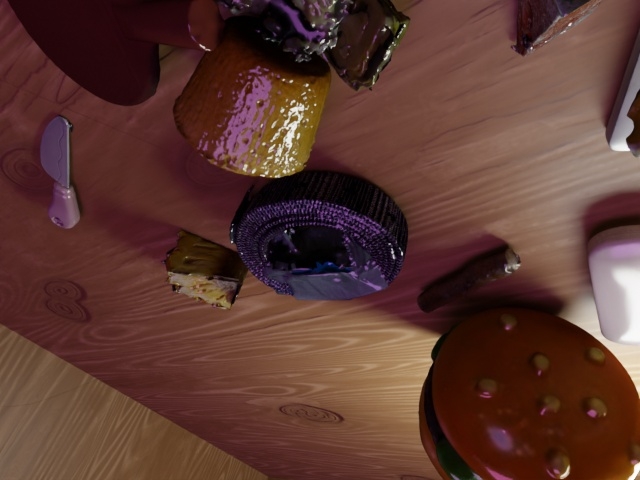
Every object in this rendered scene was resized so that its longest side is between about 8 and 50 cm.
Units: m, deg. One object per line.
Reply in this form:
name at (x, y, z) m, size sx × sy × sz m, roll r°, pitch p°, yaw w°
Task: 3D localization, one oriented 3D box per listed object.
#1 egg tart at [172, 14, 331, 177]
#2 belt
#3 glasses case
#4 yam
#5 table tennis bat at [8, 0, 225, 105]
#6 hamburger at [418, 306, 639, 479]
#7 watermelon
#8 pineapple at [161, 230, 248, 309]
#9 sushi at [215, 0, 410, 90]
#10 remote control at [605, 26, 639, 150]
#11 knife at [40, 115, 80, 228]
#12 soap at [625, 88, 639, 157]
egg tart at (-0.083, -0.197, 0.601) m, size 0.203 × 0.202 × 0.147 m, roll 25°, pitch 128°, yaw -7°
belt at (0.000, 0.000, 0.846) m, size 0.325 × 0.122 × 0.260 m, roll -2°, pitch 130°, yaw 20°
glasses case at (0.525, 0.086, 0.763) m, size 0.113 × 0.075 × 0.297 m, roll -8°, pitch 133°, yaw 31°
yam at (0.279, 0.084, 0.879) m, size 0.057 × 0.056 × 0.241 m, roll 32°, pitch 139°, yaw -15°
table tennis bat at (-0.289, -0.291, 0.586) m, size 0.415 × 0.051 × 0.268 m, roll 19°, pitch 143°, yaw 30°
hamburger at (0.375, 0.321, 0.871) m, size 0.396 × 0.395 × 0.277 m, roll 11°, pitch 142°, yaw 10°
watermelon at (0.258, -0.246, 0.459) m, size 0.098 × 0.121 × 0.158 m, roll -16°, pitch 138°, yaw 7°
pineapple at (-0.252, 0.079, 1.066) m, size 0.186 × 0.114 × 0.236 m, roll -10°, pitch 143°, yaw 31°
sushi at (-0.031, -0.294, 0.502) m, size 0.291 × 0.131 × 0.139 m, roll 36°, pitch 139°, yaw -5°
remote control at (0.402, -0.206, 0.499) m, size 0.103 × 0.034 × 0.250 m, roll 3°, pitch 138°, yaw 18°
knife at (-0.563, -0.147, 0.978) m, size 0.081 × 0.043 × 0.336 m, roll 29°, pitch 135°, yaw -2°
soap at (0.388, -0.237, 0.313) m, size 0.304 × 0.169 × 0.338 m, roll -27°, pitch 128°, yaw 9°
